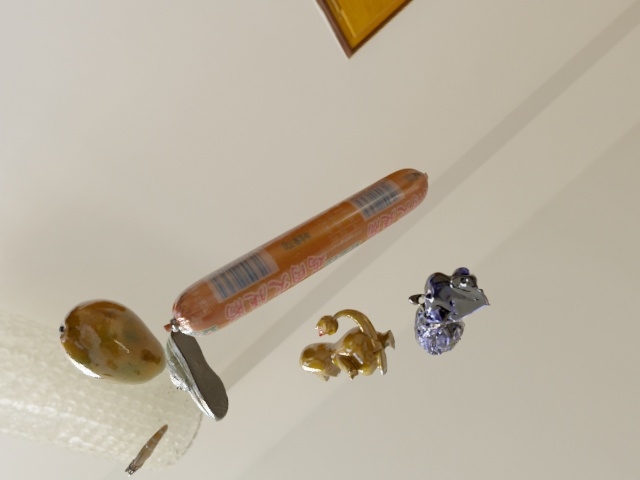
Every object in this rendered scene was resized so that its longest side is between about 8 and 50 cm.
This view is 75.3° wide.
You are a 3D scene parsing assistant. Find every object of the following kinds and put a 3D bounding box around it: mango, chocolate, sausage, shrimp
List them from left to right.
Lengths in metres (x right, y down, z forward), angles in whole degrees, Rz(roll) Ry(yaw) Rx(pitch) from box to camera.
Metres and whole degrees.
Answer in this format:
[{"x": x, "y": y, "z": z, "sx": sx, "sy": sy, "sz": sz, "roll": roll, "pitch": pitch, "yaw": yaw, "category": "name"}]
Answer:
[{"x": -0.309, "y": 0.158, "z": 0.622, "sx": 0.089, "sy": 0.163, "sz": 0.111, "roll": -33, "pitch": -169, "yaw": 36, "category": "mango"}, {"x": -0.333, "y": 0.405, "z": 0.808, "sx": 0.108, "sy": 0.023, "sz": 0.059, "roll": -51, "pitch": 178, "yaw": -5, "category": "shrimp"}, {"x": 0.000, "y": 0.000, "z": 0.436, "sx": 0.347, "sy": 0.053, "sz": 0.053, "roll": -31, "pitch": -144, "yaw": -27, "category": "sausage"}, {"x": 0.255, "y": 0.148, "z": 0.873, "sx": 0.148, "sy": 0.343, "sz": 0.126, "roll": 26, "pitch": -109, "yaw": 20, "category": "chocolate"}]

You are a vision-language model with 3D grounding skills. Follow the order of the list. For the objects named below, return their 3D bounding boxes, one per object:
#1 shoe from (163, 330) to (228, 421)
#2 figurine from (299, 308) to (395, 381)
[{"x": -0.347, "y": 0.372, "z": 1.125, "sx": 0.098, "sy": 0.103, "sz": 0.275, "roll": -44, "pitch": -112, "yaw": 15, "category": "shoe"}, {"x": 0.029, "y": 0.182, "z": 0.718, "sx": 0.176, "sy": 0.122, "sz": 0.121, "roll": -27, "pitch": -167, "yaw": 28, "category": "figurine"}]
